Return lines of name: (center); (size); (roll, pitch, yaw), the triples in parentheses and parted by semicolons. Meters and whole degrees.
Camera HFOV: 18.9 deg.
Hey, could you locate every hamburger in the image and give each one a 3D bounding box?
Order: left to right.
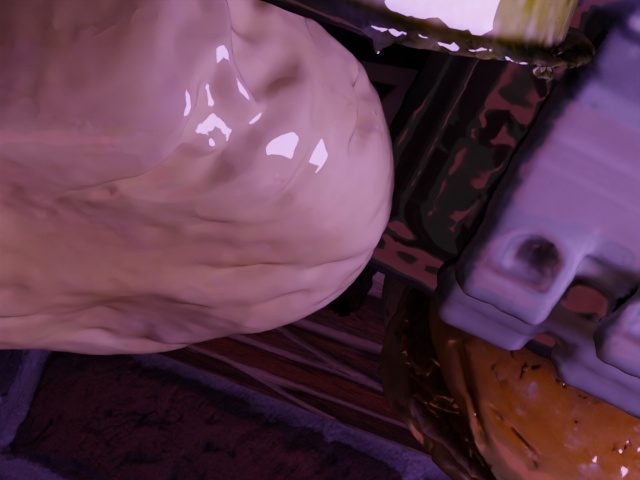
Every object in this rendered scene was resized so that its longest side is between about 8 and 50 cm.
hamburger: (0.136, 0.056, 0.911); (0.213, 0.214, 0.108); (26, 147, -8)

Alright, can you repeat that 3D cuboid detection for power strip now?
power strip: (0.142, 0.006, 0.718); (0.257, 0.092, 0.251); (27, 138, 1)

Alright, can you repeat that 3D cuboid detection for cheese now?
cheese: (-0.092, -0.037, 0.707); (0.226, 0.117, 0.214); (-13, 155, 28)

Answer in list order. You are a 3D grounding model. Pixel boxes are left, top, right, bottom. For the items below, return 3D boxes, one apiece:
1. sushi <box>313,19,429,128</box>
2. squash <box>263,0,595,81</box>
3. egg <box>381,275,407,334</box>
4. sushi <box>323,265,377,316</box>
sushi: (-0.075, -0.092, 0.878); (0.296, 0.100, 0.373); (7, 163, -16)
squash: (-0.006, -0.133, 0.572); (0.220, 0.133, 0.220); (20, -174, -2)
egg: (0.100, 0.034, 1.185); (0.131, 0.131, 0.164); (27, -166, -15)
sushi: (0.000, 0.000, 1.308); (0.084, 0.094, 0.098); (26, 171, -22)
